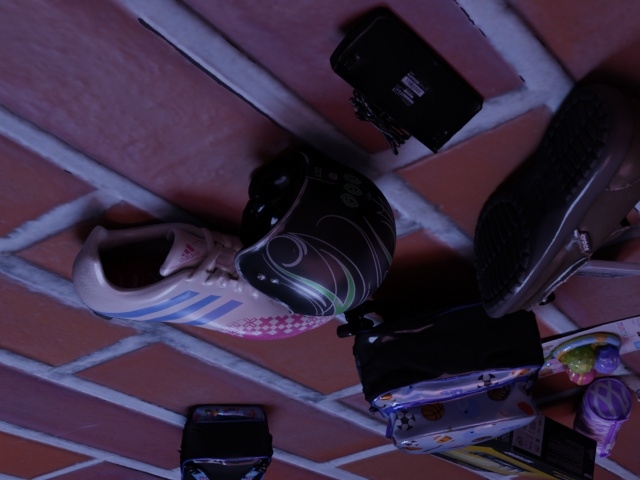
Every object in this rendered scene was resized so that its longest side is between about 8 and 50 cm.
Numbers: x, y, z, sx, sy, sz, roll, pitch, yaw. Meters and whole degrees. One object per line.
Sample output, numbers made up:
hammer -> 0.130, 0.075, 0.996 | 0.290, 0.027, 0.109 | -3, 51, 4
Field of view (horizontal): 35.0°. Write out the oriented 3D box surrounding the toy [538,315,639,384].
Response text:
toy -> 0.401, 0.194, 1.598 | 0.237, 0.056, 0.137 | -16, 151, 18

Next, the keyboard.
keyboard -> 0.072, -0.148, 0.971 | 0.100, 0.038, 0.192 | -43, 138, 14

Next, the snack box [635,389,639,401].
snack box -> 0.651, 0.286, 1.837 | 0.178, 0.022, 0.064 | 17, 143, -34

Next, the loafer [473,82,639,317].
loafer -> 0.277, -0.021, 1.113 | 0.130, 0.134, 0.366 | 4, 150, -15

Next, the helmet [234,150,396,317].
helmet -> 0.000, 0.000, 1.078 | 0.161, 0.169, 0.169 | 36, 134, -27

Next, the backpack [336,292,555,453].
backpack -> 0.179, 0.175, 1.373 | 0.276, 0.213, 0.263 | -8, 171, 6

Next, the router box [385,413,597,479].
router box -> 0.298, 0.342, 1.745 | 0.243, 0.081, 0.309 | -3, 158, 40

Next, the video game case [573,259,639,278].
video game case -> 0.361, 0.037, 1.303 | 0.087, 0.011, 0.122 | 4, 173, -9

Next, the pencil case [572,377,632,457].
pencil case -> 0.498, 0.316, 1.799 | 0.086, 0.088, 0.206 | -14, 150, 1

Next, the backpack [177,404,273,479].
backpack -> -0.166, 0.366, 1.748 | 0.158, 0.117, 0.173 | 0, 150, -10

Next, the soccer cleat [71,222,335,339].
soccer cleat -> -0.119, 0.043, 1.179 | 0.331, 0.116, 0.143 | 2, 150, -12
